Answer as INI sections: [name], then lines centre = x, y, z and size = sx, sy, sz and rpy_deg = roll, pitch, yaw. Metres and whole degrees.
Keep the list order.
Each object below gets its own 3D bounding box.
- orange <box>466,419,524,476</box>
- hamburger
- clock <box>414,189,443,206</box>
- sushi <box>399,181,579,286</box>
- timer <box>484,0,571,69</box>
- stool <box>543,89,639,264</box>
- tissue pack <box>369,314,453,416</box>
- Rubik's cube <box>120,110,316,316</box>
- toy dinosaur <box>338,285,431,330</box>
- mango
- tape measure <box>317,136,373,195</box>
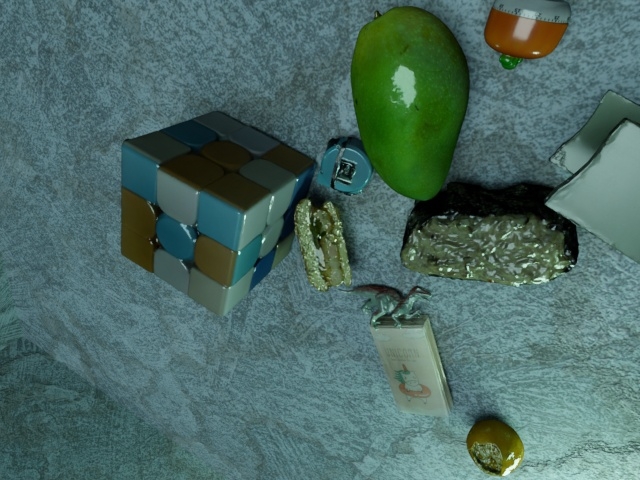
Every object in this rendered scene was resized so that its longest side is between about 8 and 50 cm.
[orange]
centre = 0.496, 0.593, 1.228
size = 0.155, 0.134, 0.154
rpy_deg = 10, 124, 16
[hamburger]
centre = 0.000, 0.000, 1.159
size = 0.124, 0.131, 0.262
rpy_deg = -13, 109, -3
[clock]
centre = 0.266, -0.085, 1.028
size = 0.085, 0.017, 0.085
rpy_deg = 14, 123, 22
[sushi]
centre = 0.348, -0.009, 0.918
size = 0.350, 0.171, 0.210
rpy_deg = 2, 121, 24
[timer]
centre = 0.357, -0.367, 0.762
size = 0.136, 0.099, 0.136
rpy_deg = 26, 136, 27
[stool]
centre = 0.548, -0.094, 0.718
size = 0.270, 0.243, 0.170
rpy_deg = 34, 128, 7
[tissue pack]
centre = 0.268, 0.369, 1.262
size = 0.170, 0.071, 0.325
rpy_deg = -6, 115, 34
[Rubik's cube]
centre = -0.265, -0.083, 1.120
size = 0.344, 0.347, 0.346
rpy_deg = 30, 129, 12
[toy dinosaur]
centre = 0.168, 0.160, 1.208
size = 0.242, 0.053, 0.167
rpy_deg = 31, 104, 26
[mango]
centre = 0.181, -0.257, 0.858
size = 0.225, 0.201, 0.381
rpy_deg = -4, 119, 20
[tape measure]
centre = 0.066, -0.180, 1.046
size = 0.125, 0.081, 0.146
rpy_deg = 20, 127, 5
